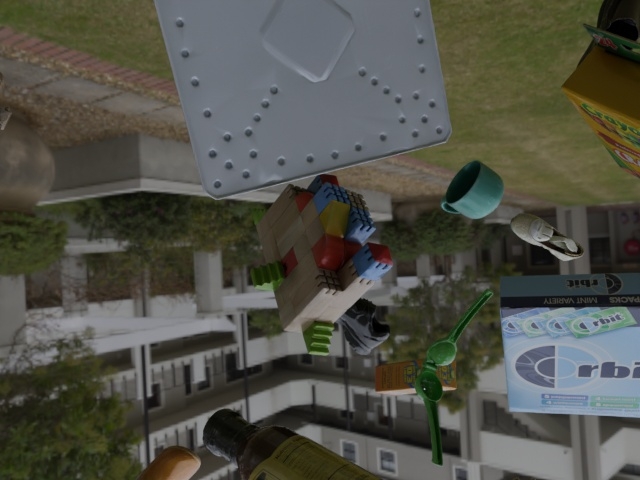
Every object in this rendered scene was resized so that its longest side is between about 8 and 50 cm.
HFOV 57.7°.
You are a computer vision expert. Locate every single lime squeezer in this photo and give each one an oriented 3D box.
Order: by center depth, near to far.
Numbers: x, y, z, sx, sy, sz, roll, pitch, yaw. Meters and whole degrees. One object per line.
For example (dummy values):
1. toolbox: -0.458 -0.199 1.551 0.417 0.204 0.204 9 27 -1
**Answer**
1. lime squeezer: 0.218 0.227 1.031 0.059 0.310 0.110 23 168 -8

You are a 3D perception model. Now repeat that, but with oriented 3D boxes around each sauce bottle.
1. sauce bottle: -0.034 0.330 0.808 0.344 0.111 0.111 12 -170 42

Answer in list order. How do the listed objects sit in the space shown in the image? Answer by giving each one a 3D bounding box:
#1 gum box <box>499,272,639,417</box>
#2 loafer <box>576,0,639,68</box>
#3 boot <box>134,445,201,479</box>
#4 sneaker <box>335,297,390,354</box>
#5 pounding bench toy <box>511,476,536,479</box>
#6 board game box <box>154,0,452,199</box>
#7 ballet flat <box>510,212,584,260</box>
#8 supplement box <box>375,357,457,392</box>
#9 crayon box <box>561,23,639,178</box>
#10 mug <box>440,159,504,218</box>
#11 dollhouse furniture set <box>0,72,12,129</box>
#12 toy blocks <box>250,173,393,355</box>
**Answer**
1. gum box: 0.256 0.105 0.552 0.157 0.041 0.184 -3 136 19
2. loafer: 0.511 -0.356 0.975 0.080 0.220 0.078 25 173 -3
3. boot: -0.427 0.639 1.431 0.295 0.104 0.211 -38 -169 36
4. sneaker: 0.087 0.195 1.660 0.130 0.286 0.109 -36 -162 32
5. pounding bench toy: 0.463 0.583 1.327 0.083 0.052 0.065 -37 -179 12
6. board game box: -0.023 -0.292 0.824 0.390 0.390 0.050 -16 -169 -16
7. ballet flat: 0.450 -0.010 1.140 0.168 0.057 0.052 24 169 -21
8. supplement box: 0.243 0.353 1.506 0.080 0.078 0.233 17 154 -33
9. crayon box: 0.475 -0.157 0.814 0.318 0.081 0.202 30 -166 -39
10. mug: 0.383 -0.119 1.443 0.097 0.129 0.158 31 177 -14
11. dollhouse furniture set: -0.587 -0.259 0.970 0.144 0.123 0.151 25 180 -24
12. toy blocks: 0.000 0.000 1.195 0.191 0.381 0.261 15 130 -36
